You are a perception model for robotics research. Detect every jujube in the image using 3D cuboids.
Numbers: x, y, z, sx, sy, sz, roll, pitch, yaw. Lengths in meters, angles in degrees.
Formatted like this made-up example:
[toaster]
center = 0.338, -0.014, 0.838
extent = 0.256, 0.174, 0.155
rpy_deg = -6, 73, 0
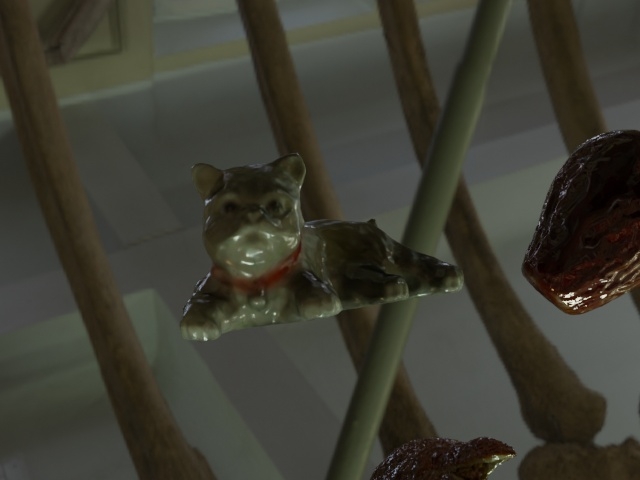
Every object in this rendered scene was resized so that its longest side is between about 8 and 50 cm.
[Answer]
[jujube]
center = 0.374, -0.021, 1.229
extent = 0.255, 0.190, 0.190
rpy_deg = -49, -127, 0

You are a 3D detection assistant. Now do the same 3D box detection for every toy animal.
[toy animal]
center = 0.000, 0.000, 1.058
extent = 0.307, 0.266, 0.188
rpy_deg = -11, -98, 0

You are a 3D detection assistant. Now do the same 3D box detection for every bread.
[bread]
center = 0.156, 0.337, 1.302
extent = 0.095, 0.269, 0.139
rpy_deg = 21, -118, -25
